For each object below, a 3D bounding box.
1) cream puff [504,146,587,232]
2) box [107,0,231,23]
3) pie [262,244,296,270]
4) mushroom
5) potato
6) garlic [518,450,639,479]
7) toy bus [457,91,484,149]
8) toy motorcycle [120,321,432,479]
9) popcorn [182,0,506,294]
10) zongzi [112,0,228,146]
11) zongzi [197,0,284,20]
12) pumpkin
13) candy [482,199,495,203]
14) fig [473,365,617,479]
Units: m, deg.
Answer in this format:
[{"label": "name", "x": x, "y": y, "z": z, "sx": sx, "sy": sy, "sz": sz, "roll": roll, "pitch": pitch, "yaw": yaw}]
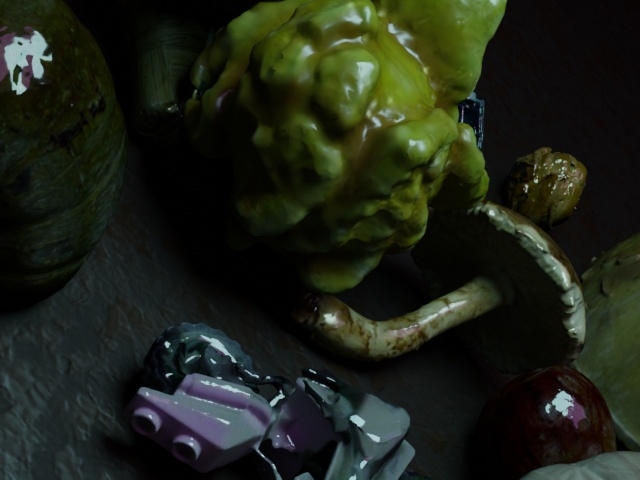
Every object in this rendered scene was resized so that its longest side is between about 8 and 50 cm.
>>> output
[{"label": "cream puff", "x": 0.324, "y": -0.079, "z": 1.600, "sx": 0.104, "sy": 0.119, "sz": 0.133, "roll": 12, "pitch": 17, "yaw": -18}, {"label": "box", "x": -0.165, "y": -0.317, "z": 1.260, "sx": 0.269, "sy": 0.043, "sz": 0.152, "roll": 28, "pitch": 82, "yaw": -29}, {"label": "pie", "x": 0.000, "y": 0.000, "z": 1.212, "sx": 0.092, "sy": 0.034, "sz": 0.170, "roll": 42, "pitch": 33, "yaw": -3}, {"label": "mushroom", "x": 0.129, "y": 0.080, "z": 1.207, "sx": 0.208, "sy": 0.301, "sz": 0.233, "roll": -111, "pitch": 180, "yaw": -77}, {"label": "potato", "x": 0.555, "y": 0.114, "z": 1.448, "sx": 0.385, "sy": 0.319, "sz": 0.442, "roll": 44, "pitch": 23, "yaw": 3}, {"label": "garlic", "x": 0.280, "y": 0.326, "z": 0.959, "sx": 0.317, "sy": 0.317, "sz": 0.259, "roll": 49, "pitch": -5, "yaw": 2}, {"label": "toy bus", "x": 0.146, "y": -0.175, "z": 1.505, "sx": 0.160, "sy": 0.091, "sz": 0.079, "roll": 14, "pitch": 74, "yaw": -41}, {"label": "toy motorcycle", "x": -0.018, "y": 0.201, "z": 0.892, "sx": 0.327, "sy": 0.143, "sz": 0.188, "roll": 35, "pitch": 35, "yaw": -6}, {"label": "popcorn", "x": 0.046, "y": -0.102, "z": 1.075, "sx": 0.325, "sy": 0.321, "sz": 0.290, "roll": 36, "pitch": 48, "yaw": -35}, {"label": "zongzi", "x": -0.115, "y": -0.166, "z": 1.187, "sx": 0.204, "sy": 0.094, "sz": 0.205, "roll": 15, "pitch": 46, "yaw": -34}, {"label": "zongzi", "x": 0.004, "y": -0.294, "z": 1.112, "sx": 0.356, "sy": 0.174, "sz": 0.393, "roll": 23, "pitch": -2, "yaw": -31}, {"label": "pumpkin", "x": -0.275, "y": -0.117, "z": 0.844, "sx": 0.325, "sy": 0.232, "sz": 0.242, "roll": 31, "pitch": 34, "yaw": -31}, {"label": "candy", "x": 0.238, "y": 0.034, "z": 1.446, "sx": 0.060, "sy": 0.060, "sz": 0.201, "roll": 5, "pitch": 59, "yaw": -46}, {"label": "fig", "x": 0.249, "y": 0.269, "z": 1.143, "sx": 0.145, "sy": 0.170, "sz": 0.274, "roll": -15, "pitch": 89, "yaw": -9}]
